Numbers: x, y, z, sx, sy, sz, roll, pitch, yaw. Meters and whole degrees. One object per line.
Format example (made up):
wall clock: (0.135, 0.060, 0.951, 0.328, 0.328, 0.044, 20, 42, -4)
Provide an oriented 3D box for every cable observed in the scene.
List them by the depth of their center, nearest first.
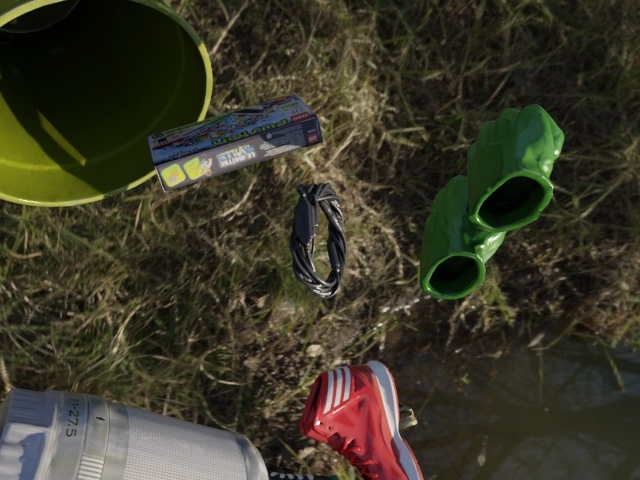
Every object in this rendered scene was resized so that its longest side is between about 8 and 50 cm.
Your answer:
cable: (0.000, 0.000, 1.042, 0.150, 0.047, 0.185, -4, 87, -66)

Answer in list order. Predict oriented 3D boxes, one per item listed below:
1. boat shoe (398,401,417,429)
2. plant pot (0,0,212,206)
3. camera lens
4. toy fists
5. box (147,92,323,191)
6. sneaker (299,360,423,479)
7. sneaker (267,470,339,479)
boat shoe: (0.162, 0.360, 1.355, 0.056, 0.153, 0.048, -16, 85, -4)
plant pot: (-0.403, -0.302, 0.964, 0.366, 0.366, 0.353, -21, 60, -24)
camera lens: (-0.202, 0.278, 0.644, 0.274, 0.219, 0.219, 22, 70, -24)
toy fists: (0.208, -0.047, 0.823, 0.096, 0.279, 0.142, 15, 50, -7)
box: (-0.111, -0.129, 0.830, 0.206, 0.114, 0.036, -19, 122, -10)
sneaker: (0.040, 0.260, 0.784, 0.128, 0.087, 0.221, -1, 60, -27)
sneaker: (-0.030, 0.443, 1.111, 0.302, 0.108, 0.121, 23, 68, 18)
